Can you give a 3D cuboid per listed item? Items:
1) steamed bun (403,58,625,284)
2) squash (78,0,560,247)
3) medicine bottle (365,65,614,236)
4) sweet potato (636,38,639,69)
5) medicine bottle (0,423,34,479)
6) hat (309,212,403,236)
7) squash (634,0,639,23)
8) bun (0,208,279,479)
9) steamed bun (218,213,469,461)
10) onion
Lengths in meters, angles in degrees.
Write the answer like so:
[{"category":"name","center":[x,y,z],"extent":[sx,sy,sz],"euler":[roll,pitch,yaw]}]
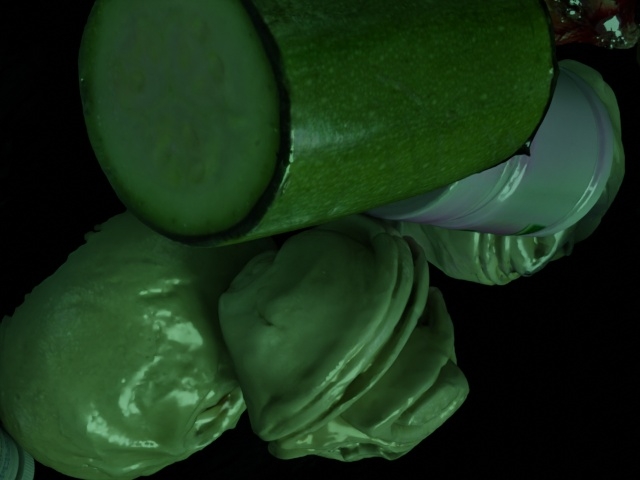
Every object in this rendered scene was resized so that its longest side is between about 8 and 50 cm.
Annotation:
[{"category":"steamed bun","center":[0.261,-0.063,2.227],"extent":[0.275,0.206,0.320],"euler":[-11,140,-48]},{"category":"squash","center":[0.005,-0.149,1.570],"extent":[0.384,0.263,0.263],"euler":[-16,148,-47]},{"category":"medicine bottle","center":[0.167,-0.114,1.937],"extent":[0.212,0.212,0.325],"euler":[-50,153,23]},{"category":"sweet potato","center":[0.478,-0.259,2.346],"extent":[0.124,0.098,0.310],"euler":[-56,162,-18]},{"category":"medicine bottle","center":[-0.383,0.234,1.878],"extent":[0.105,0.105,0.168],"euler":[-39,158,-3]},{"category":"hat","center":[0.000,0.000,2.065],"extent":[0.226,0.219,0.164],"euler":[-10,120,7]},{"category":"squash","center":[0.474,-0.343,2.079],"extent":[0.252,0.165,0.252],"euler":[-37,160,-16]},{"category":"bun","center":[-0.171,0.127,1.892],"extent":[0.364,0.202,0.364],"euler":[-35,157,-18]},{"category":"steamed bun","center":[0.041,0.101,1.814],"extent":[0.289,0.203,0.276],"euler":[66,30,-42]},{"category":"onion","center":[0.263,-0.280,1.825],"extent":[0.272,0.195,0.272],"euler":[-32,170,-6]}]
